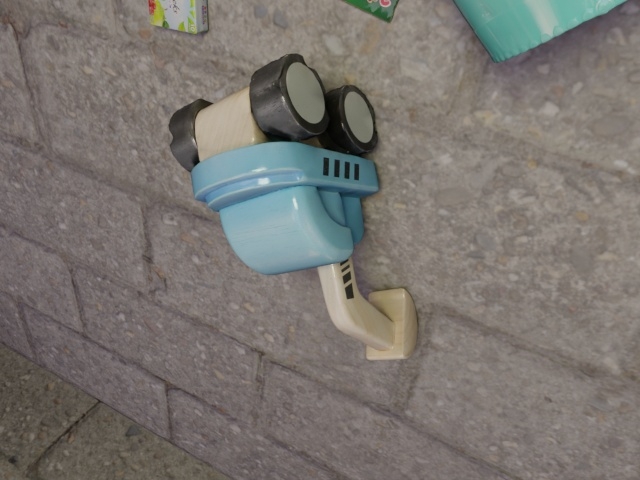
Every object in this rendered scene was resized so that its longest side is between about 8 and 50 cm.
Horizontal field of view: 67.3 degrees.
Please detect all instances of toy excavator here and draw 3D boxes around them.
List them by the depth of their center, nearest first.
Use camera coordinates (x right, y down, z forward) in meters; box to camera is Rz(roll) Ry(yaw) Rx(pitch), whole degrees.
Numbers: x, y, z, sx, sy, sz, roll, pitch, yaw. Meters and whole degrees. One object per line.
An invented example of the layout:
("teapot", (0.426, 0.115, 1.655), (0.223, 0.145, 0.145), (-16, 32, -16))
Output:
("toy excavator", (0.000, 0.000, 0.772), (0.222, 0.432, 0.446), (-11, 84, 34))

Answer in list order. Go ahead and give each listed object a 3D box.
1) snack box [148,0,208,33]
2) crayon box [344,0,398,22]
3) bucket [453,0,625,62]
("snack box", (-0.237, -0.424, 0.789), (0.100, 0.037, 0.141), (18, 126, 18))
("crayon box", (0.052, -0.455, 0.577), (0.202, 0.081, 0.319), (30, 129, 10))
("bucket", (0.232, -0.313, 0.445), (0.281, 0.281, 0.183), (-23, 107, 38))
